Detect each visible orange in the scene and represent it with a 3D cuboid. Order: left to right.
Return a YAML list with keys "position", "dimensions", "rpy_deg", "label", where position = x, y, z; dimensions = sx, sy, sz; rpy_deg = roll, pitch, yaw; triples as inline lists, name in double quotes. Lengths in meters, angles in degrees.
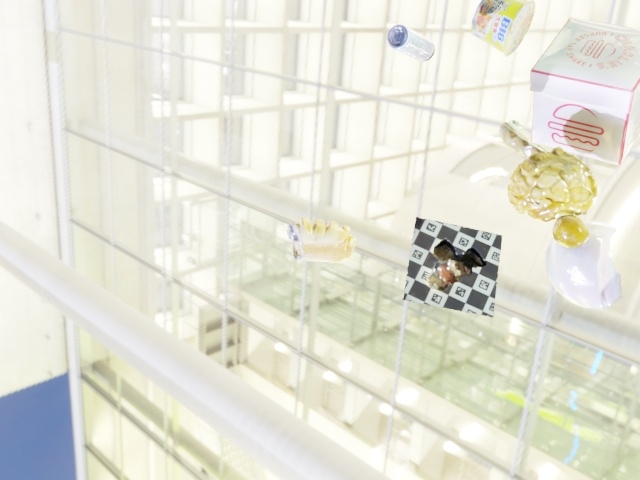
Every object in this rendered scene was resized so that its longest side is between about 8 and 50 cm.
- position: [0.649, -0.021, 1.765]
  dimensions: [0.095, 0.085, 0.085]
  rpy_deg: [31, -98, -12]
  label: "orange"

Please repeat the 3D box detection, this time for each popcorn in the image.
- position: [0.654, -0.156, 1.947]
  dimensions: [0.250, 0.250, 0.190]
  rpy_deg: [-26, -29, -39]
  label: "popcorn"

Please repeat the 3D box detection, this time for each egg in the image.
- position: [0.753, 0.048, 1.981]
  dimensions: [0.162, 0.207, 0.270]
  rpy_deg: [48, -136, -51]
  label: "egg"

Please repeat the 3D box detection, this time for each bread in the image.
- position: [0.000, 0.000, 1.696]
  dimensions: [0.177, 0.084, 0.119]
  rpy_deg: [8, -43, -12]
  label: "bread"
- position: [0.726, -0.339, 2.408]
  dimensions: [0.128, 0.232, 0.087]
  rpy_deg: [-5, -50, -35]
  label: "bread"

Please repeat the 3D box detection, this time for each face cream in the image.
- position: [0.283, -0.592, 2.068]
  dimensions: [0.229, 0.075, 0.075]
  rpy_deg: [-1, -71, -58]
  label: "face cream"

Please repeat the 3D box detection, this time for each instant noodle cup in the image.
- position: [0.618, -0.749, 2.337]
  dimensions: [0.205, 0.153, 0.205]
  rpy_deg: [-44, -28, -31]
  label: "instant noodle cup"

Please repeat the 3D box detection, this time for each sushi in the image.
- position: [0.469, 0.103, 2.426]
  dimensions: [0.068, 0.320, 0.339]
  rpy_deg: [92, -170, -62]
  label: "sushi"

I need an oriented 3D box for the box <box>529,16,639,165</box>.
- position: [0.856, -0.467, 2.126]
  dimensions: [0.314, 0.312, 0.300]
  rpy_deg: [-50, -34, -27]
  label: "box"
